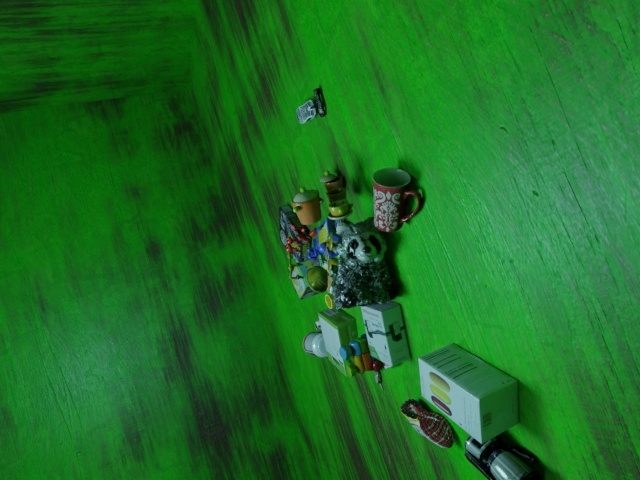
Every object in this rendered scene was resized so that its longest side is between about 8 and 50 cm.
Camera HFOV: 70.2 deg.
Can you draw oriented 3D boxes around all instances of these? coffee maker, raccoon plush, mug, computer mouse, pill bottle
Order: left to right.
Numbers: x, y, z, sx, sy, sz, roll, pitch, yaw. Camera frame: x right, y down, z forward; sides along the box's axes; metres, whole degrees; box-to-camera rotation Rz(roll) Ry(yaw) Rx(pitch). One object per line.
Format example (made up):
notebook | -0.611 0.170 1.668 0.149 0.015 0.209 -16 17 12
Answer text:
computer mouse | -0.036 -0.513 1.774 0.193 0.042 0.106 -6 104 62
pill bottle | -0.002 0.524 2.290 0.221 0.121 0.121 -23 84 67
raccoon plush | 0.101 0.080 1.645 0.446 0.216 0.299 -16 83 65
mug | 0.217 -0.109 1.365 0.150 0.113 0.169 -128 27 -46
coffee maker | 0.483 0.615 1.219 0.178 0.120 0.171 38 140 56

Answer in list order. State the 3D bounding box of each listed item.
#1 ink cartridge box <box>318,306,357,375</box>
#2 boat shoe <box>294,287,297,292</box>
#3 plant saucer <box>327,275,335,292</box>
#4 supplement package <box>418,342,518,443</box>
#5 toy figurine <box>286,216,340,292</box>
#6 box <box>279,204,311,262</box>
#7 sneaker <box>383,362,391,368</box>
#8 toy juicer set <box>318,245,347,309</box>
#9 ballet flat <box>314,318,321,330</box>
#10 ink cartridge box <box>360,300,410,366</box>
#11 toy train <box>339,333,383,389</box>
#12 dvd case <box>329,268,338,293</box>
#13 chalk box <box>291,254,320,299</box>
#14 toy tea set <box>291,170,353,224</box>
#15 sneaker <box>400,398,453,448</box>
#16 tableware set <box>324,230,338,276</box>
ink cartridge box | 0.090 0.452 2.064 0.188 0.097 0.255 25 130 61
boat shoe | -0.103 0.190 2.392 0.072 0.068 0.190 -113 30 -49
plant saucer | 0.041 0.188 1.918 0.083 0.013 0.084 24 124 39
supplement package | 0.400 0.409 1.253 0.244 0.133 0.139 24 126 62
toy figurine | 0.000 0.000 1.801 0.217 0.191 0.363 -47 28 28
box | -0.130 -0.020 2.300 0.270 0.060 0.216 52 149 42
sneaker | 0.259 0.448 1.732 0.067 0.042 0.118 64 158 15
toy juicer set | 0.053 0.151 1.951 0.209 0.089 0.329 13 116 65
ballet flat | 0.021 0.397 2.221 0.072 0.068 0.213 66 156 18
ink cartridge box | 0.233 0.327 1.650 0.153 0.086 0.209 4 108 66
toy train | 0.170 0.521 1.854 0.105 0.143 0.248 -3 102 68
dvd case | 0.064 0.154 1.817 0.119 0.013 0.087 -34 -42 -69
chalk box | -0.043 0.164 2.130 0.132 0.132 0.213 64 155 21
toy tea set | 0.003 -0.173 1.614 0.336 0.199 0.124 -92 -12 -65
sneaker | 0.374 0.634 1.561 0.093 0.088 0.225 61 164 -26
tableware set | 0.039 0.041 1.528 0.154 0.024 0.104 -99 16 -57
